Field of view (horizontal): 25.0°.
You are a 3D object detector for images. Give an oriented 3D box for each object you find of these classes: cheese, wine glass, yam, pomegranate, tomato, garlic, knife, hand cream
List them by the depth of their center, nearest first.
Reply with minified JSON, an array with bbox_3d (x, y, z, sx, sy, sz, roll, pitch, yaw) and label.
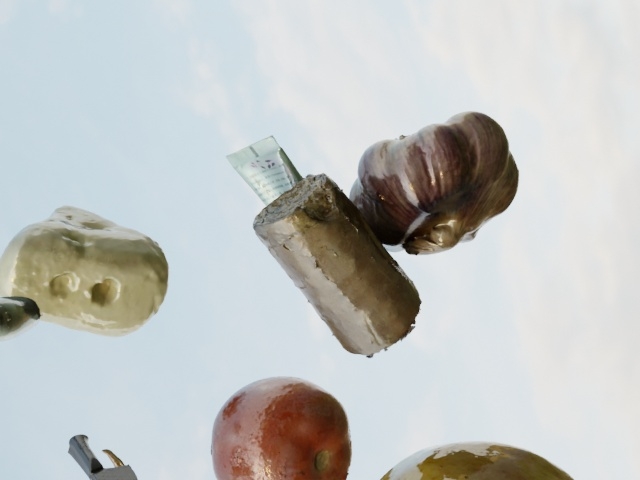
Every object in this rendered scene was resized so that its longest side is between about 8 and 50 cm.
[{"bbox_3d":[0.175,0.364,1.689,0.307,0.307,0.307,44,-142,-48],"label":"pomegranate"},{"bbox_3d":[0.018,0.027,1.823,0.238,0.129,0.128,51,-170,-25],"label":"yam"},{"bbox_3d":[-0.266,0.311,1.865,0.230,0.060,0.028,37,132,55],"label":"knife"},{"bbox_3d":[0.156,-0.060,1.893,0.245,0.245,0.160,27,-144,-59],"label":"garlic"},{"bbox_3d":[0.000,0.000,1.915,0.331,0.085,0.058,50,-136,-25],"label":"hand cream"},{"bbox_3d":[-0.441,0.110,1.941,0.262,0.074,0.074,-14,-92,-81],"label":"wine glass"},{"bbox_3d":[-0.061,0.300,2.108,0.208,0.184,0.208,-17,-68,-47],"label":"tomato"},{"bbox_3d":[-0.375,0.057,2.288,0.251,0.248,0.173,-12,-60,-74],"label":"cheese"}]

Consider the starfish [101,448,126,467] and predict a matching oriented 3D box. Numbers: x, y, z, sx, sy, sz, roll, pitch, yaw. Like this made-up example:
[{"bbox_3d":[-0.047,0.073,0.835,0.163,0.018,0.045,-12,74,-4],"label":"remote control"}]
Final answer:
[{"bbox_3d":[-0.235,0.391,1.971,0.238,0.057,0.213,53,180,9],"label":"starfish"}]
